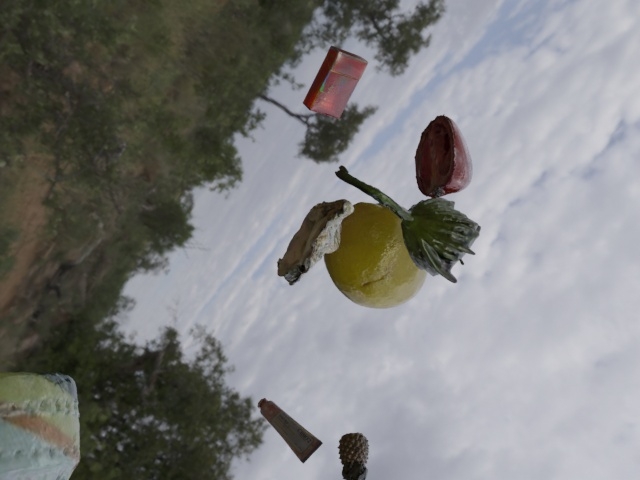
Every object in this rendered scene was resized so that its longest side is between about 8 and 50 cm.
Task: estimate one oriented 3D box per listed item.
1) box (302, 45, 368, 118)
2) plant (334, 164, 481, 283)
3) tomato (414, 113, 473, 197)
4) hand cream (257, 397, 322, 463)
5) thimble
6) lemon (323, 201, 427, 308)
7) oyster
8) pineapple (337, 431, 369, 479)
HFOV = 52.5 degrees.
[{"bbox_3d":[0.041,-0.422,1.742,0.048,0.112,0.175,52,-56,40],"label":"box"},{"bbox_3d":[0.196,-0.025,1.486,0.251,0.333,0.180,38,-69,55],"label":"plant"},{"bbox_3d":[0.281,-0.177,1.404,0.189,0.099,0.173,146,-53,-68],"label":"tomato"},{"bbox_3d":[-0.084,0.460,1.597,0.067,0.043,0.210,-41,-134,-19],"label":"hand cream"},{"bbox_3d":[-0.486,0.277,0.920,0.254,0.288,0.167,-14,-110,19],"label":"thimble"},{"bbox_3d":[0.172,0.046,1.976,0.348,0.348,0.348,-53,-167,17],"label":"lemon"},{"bbox_3d":[0.000,0.000,1.136,0.191,0.081,0.163,-48,-161,49],"label":"oyster"},{"bbox_3d":[0.073,0.501,1.414,0.074,0.074,0.159,-48,-153,34],"label":"pineapple"}]
